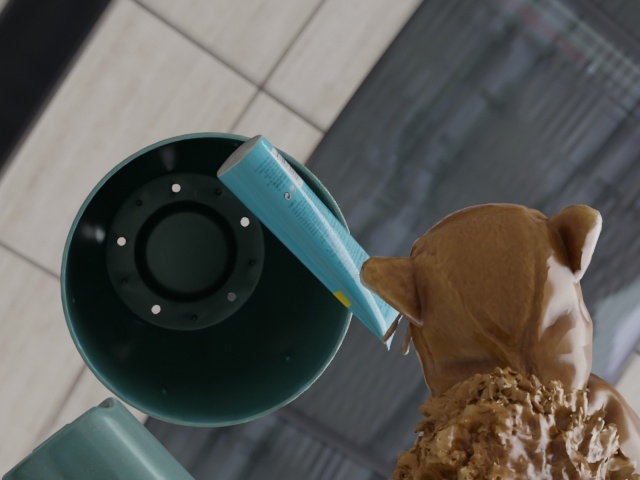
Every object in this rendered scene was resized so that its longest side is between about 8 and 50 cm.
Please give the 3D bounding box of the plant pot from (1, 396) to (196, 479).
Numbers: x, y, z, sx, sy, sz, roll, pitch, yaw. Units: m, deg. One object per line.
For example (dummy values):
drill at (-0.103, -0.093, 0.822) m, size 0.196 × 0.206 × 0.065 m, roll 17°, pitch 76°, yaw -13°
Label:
plant pot at (-0.244, 0.391, 2.242) m, size 0.341 × 0.334 × 0.341 m, roll -39°, pitch 176°, yaw -3°

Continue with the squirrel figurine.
squirrel figurine at (0.164, 0.163, 1.396) m, size 0.281 × 0.370 × 0.397 m, roll -10°, pitch -170°, yaw 5°

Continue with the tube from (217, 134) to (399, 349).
tube at (0.000, 0.000, 1.587) m, size 0.052 × 0.207 × 0.080 m, roll -35°, pitch -166°, yaw 34°

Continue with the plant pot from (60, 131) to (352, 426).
plant pot at (-0.128, 0.024, 1.931) m, size 0.293 × 0.293 × 0.235 m, roll -56°, pitch -167°, yaw 1°
